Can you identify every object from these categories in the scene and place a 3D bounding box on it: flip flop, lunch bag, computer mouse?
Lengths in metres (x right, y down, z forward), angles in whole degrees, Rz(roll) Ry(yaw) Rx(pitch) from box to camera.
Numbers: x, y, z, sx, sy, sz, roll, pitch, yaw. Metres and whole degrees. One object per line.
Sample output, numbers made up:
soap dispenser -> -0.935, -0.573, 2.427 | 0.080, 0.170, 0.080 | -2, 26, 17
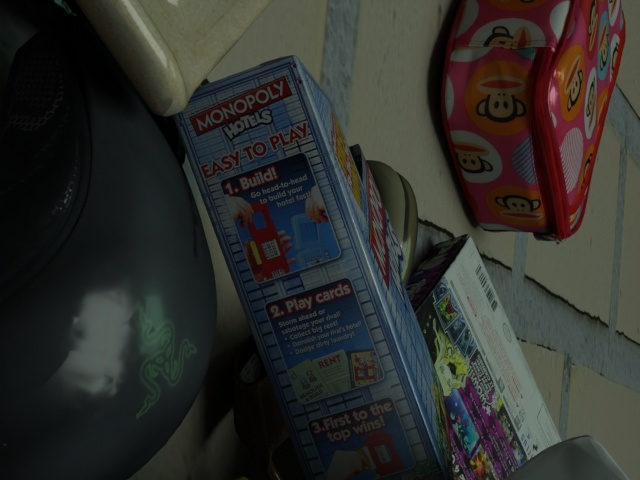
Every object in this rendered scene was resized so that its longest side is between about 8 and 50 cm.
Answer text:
flip flop -> -0.010, 0.072, 0.726 | 0.080, 0.112, 0.277 | 27, 67, -35
lunch bag -> 0.207, -0.151, 1.157 | 0.258, 0.120, 0.293 | 67, 36, -49
computer mouse -> -0.082, -0.022, 0.492 | 0.188, 0.072, 0.272 | 64, 19, -47

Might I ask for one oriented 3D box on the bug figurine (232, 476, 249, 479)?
bug figurine -> -0.110, 0.156, 0.383 | 0.072, 0.216, 0.279 | 61, 20, 9

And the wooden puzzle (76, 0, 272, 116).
wooden puzzle -> -0.062, -0.269, 0.499 | 0.322, 0.080, 0.348 | 57, 37, -24

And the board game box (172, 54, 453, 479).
board game box -> 0.000, 0.000, 0.567 | 0.194, 0.060, 0.194 | -85, 155, -67

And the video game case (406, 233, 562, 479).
video game case -> 0.119, 0.140, 0.988 | 0.232, 0.042, 0.210 | 64, 32, -14

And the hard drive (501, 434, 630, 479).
hard drive -> 0.026, 0.185, 0.573 | 0.047, 0.233, 0.353 | 52, -3, 14
